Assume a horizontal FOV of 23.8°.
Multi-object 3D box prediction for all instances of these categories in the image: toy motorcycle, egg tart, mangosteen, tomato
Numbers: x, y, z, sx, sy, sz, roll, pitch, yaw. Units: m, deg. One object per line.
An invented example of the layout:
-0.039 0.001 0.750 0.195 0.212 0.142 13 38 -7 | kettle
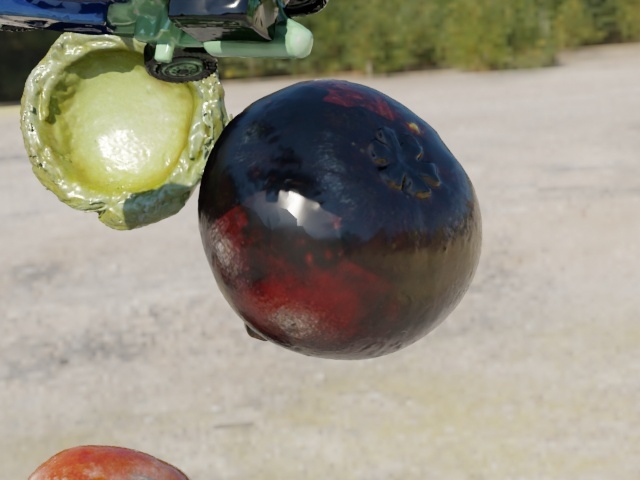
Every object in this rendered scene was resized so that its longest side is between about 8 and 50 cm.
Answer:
-0.152 -0.181 0.975 0.331 0.125 0.196 2 -11 26 | toy motorcycle
-0.168 -0.108 1.340 0.197 0.197 0.078 -2 1 10 | egg tart
0.000 0.000 1.240 0.235 0.235 0.261 -11 -23 -38 | mangosteen
-0.199 0.309 1.537 0.237 0.236 0.095 -11 -20 -35 | tomato
